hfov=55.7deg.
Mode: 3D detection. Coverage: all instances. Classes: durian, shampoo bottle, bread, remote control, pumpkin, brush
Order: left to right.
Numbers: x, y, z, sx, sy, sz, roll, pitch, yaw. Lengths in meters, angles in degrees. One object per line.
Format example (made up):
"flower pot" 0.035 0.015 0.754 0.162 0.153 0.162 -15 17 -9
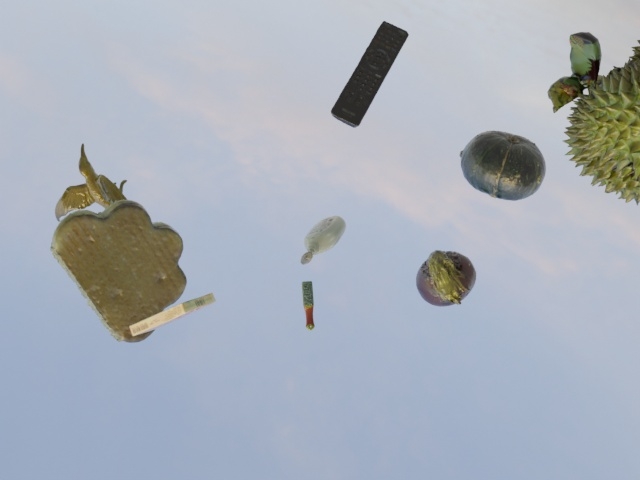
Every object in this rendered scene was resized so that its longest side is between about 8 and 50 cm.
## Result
"bread" -0.342 0.044 1.094 0.207 0.286 0.056 -35 -142 -25
"brush" -0.020 0.110 1.020 0.018 0.021 0.083 -4 -97 -1
"shampoo bottle" 0.000 0.000 1.217 0.077 0.045 0.152 -16 -163 26
"remote control" 0.096 -0.321 1.159 0.063 0.025 0.245 29 -109 -1
"pumpkin" 0.411 -0.168 1.366 0.190 0.146 0.190 20 -143 -16
"durian" 0.289 -0.092 0.481 0.198 0.146 0.159 -9 -139 33

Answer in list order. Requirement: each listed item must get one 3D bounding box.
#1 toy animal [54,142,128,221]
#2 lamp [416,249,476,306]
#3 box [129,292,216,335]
"toy animal" -0.429 -0.106 1.173 0.095 0.219 0.155 10 -112 -56
"lamp" 0.314 0.087 1.540 0.135 0.157 0.156 51 -124 -26
"box" -0.177 0.089 0.725 0.058 0.093 0.015 -18 -96 -62
